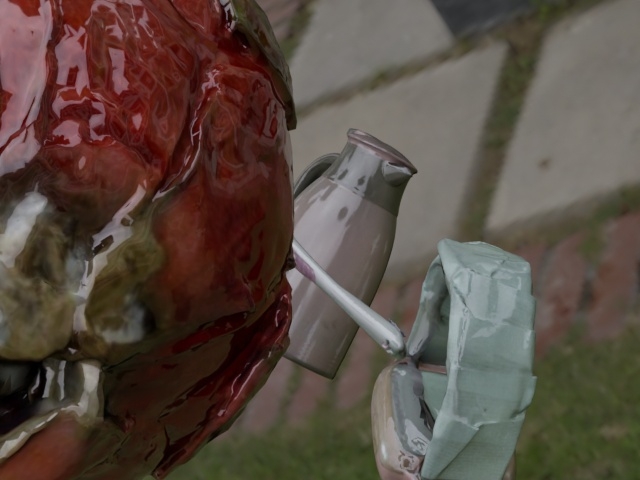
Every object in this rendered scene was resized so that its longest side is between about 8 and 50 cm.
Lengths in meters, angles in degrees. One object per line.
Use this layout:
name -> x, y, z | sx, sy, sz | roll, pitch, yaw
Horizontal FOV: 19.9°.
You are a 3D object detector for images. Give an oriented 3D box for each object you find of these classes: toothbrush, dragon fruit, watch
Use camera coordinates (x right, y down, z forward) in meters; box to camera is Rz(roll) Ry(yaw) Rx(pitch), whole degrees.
toothbrush -> -0.008, 0.010, 1.103 | 0.022, 0.017, 0.204 | -28, 46, -22
dragon fruit -> -0.143, -0.014, 0.746 | 0.277, 0.277, 0.342 | -45, 19, -16
watch -> 0.160, 0.132, 1.965 | 0.253, 0.162, 0.241 | -97, 22, -52

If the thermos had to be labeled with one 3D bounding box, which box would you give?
thermos -> 0.000, 0.000, 1.494 | 0.137, 0.105, 0.193 | 26, 89, 57
